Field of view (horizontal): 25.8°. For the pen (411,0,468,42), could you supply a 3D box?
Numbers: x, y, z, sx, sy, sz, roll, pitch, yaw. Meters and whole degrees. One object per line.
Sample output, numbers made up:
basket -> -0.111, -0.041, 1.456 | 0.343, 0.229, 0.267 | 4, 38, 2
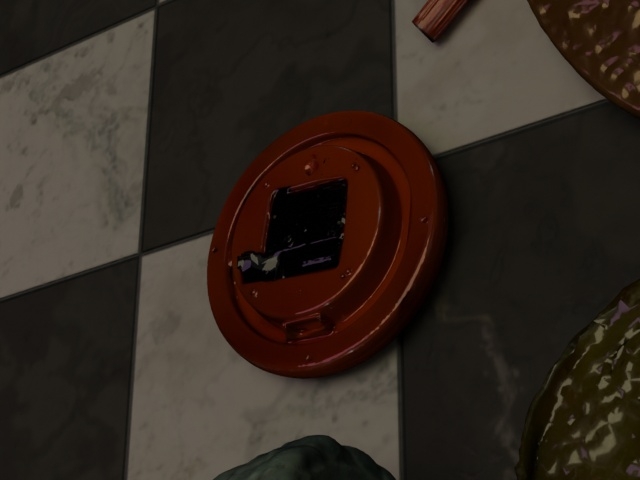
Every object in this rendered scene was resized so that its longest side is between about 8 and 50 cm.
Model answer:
pen -> 0.150, -0.246, 1.029 | 0.239, 0.028, 0.028 | -51, 47, 5

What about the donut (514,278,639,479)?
donut -> 0.239, 0.129, 0.728 | 0.272, 0.107, 0.272 | -21, 52, 29

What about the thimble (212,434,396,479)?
thimble -> -0.022, 0.247, 0.796 | 0.172, 0.205, 0.250 | -32, 47, 22

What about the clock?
clock -> 0.000, 0.000, 1.008 | 0.205, 0.051, 0.205 | -17, 59, 30

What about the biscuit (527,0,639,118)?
biscuit -> 0.283, -0.217, 0.856 | 0.351, 0.057, 0.312 | -34, 64, 32
